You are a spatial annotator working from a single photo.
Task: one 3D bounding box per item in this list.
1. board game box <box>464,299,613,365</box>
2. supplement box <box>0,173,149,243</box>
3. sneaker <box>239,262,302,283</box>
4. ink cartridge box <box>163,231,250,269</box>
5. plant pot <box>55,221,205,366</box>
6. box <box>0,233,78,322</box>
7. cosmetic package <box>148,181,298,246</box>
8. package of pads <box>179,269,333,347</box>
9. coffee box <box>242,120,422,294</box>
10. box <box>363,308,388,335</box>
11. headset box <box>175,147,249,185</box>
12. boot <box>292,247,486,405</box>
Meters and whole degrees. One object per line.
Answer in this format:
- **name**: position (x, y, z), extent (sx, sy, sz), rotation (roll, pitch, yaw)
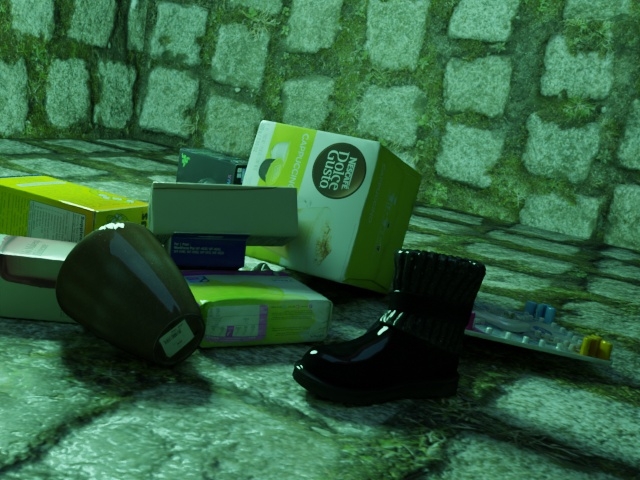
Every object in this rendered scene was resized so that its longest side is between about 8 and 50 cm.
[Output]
- **board game box**: position (0.424, 0.175, 1.773), extent (0.389, 0.050, 0.390), rotation (13, 7, -6)
- **supplement box**: position (-0.587, -0.020, 1.721), extent (0.356, 0.194, 0.195), rotation (15, 13, 24)
- **sneaker**: position (-0.120, 0.094, 1.810), extent (0.190, 0.083, 0.071), rotation (2, 12, -37)
- **ink cartridge box**: position (-0.268, 0.040, 1.684), extent (0.165, 0.065, 0.332), rotation (2, -11, -17)
- **plant pot**: position (-0.315, 0.114, 1.347), extent (0.230, 0.215, 0.215), rotation (35, 25, 35)
- **box**: position (-0.546, 0.073, 1.480), extent (0.232, 0.127, 0.148), rotation (7, 13, -12)
- **cosmetic package**: position (-0.215, -0.052, 1.660), extent (0.309, 0.113, 0.160), rotation (0, -10, -17)
- **package of pads**: position (-0.150, 0.133, 1.556), extent (0.296, 0.101, 0.229), rotation (1, 14, -31)
- **coffee box**: position (0.020, -0.076, 1.920), extent (0.334, 0.338, 0.338), rotation (15, -3, 25)
- **box**: position (0.194, 0.210, 1.575), extent (0.175, 0.051, 0.220), rotation (13, 12, 17)
- **headset box**: position (-0.330, -0.147, 2.377), extent (0.283, 0.247, 0.131), rotation (19, 15, 38)
- **boot**: position (0.123, 0.140, 1.342), extent (0.347, 0.260, 0.131), rotation (2, 14, -30)
